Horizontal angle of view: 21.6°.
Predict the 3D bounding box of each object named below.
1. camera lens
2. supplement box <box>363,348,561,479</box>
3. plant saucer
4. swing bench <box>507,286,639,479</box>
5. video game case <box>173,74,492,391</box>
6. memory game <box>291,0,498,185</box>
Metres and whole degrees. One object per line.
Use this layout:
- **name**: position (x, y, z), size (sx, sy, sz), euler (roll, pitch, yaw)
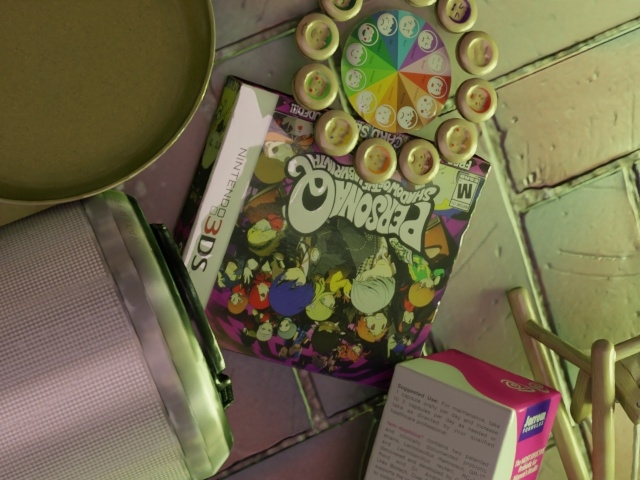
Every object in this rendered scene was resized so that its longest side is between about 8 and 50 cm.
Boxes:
- **camera lens**: position (-0.211, 0.103, 1.170), size (0.274, 0.219, 0.219), euler (-22, 111, -8)
- **supplement box**: position (0.103, 0.213, 1.383), size (0.111, 0.114, 0.220), euler (-8, 114, -60)
- **plant saucer**: position (-0.193, -0.134, 1.184), size (0.241, 0.037, 0.241), euler (0, 72, 1)
- **swing bench**: position (0.326, 0.137, 1.440), size (0.253, 0.165, 0.255), euler (-20, 111, -14)
- **video game case**: position (0.000, 0.000, 1.348), size (0.232, 0.042, 0.210), euler (17, 99, -23)
- **memory game**: position (0.062, -0.133, 1.320), size (0.186, 0.012, 0.186), euler (1, 87, -25)
